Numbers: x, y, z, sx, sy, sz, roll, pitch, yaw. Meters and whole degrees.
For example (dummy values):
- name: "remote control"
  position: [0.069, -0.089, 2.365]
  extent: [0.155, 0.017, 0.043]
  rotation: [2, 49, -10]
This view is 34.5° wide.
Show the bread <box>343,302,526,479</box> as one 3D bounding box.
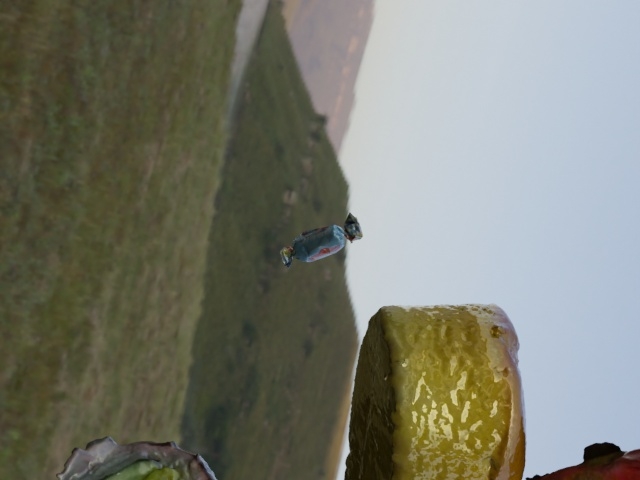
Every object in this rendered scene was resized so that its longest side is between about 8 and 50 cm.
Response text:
- name: "bread"
  position: [0.063, 0.142, 0.593]
  extent: [0.102, 0.094, 0.245]
  rotation: [-93, -173, -56]

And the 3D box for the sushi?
- name: "sushi"
  position: [-0.166, 0.285, 0.880]
  extent: [0.241, 0.161, 0.107]
  rotation: [-70, 163, -47]

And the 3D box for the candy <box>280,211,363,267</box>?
- name: "candy"
  position: [0.000, 0.000, 0.917]
  extent: [0.020, 0.083, 0.030]
  rotation: [11, 62, -62]

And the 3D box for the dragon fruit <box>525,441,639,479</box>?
- name: "dragon fruit"
  position: [0.284, 0.245, 0.665]
  extent: [0.134, 0.262, 0.211]
  rotation: [128, -32, -57]
